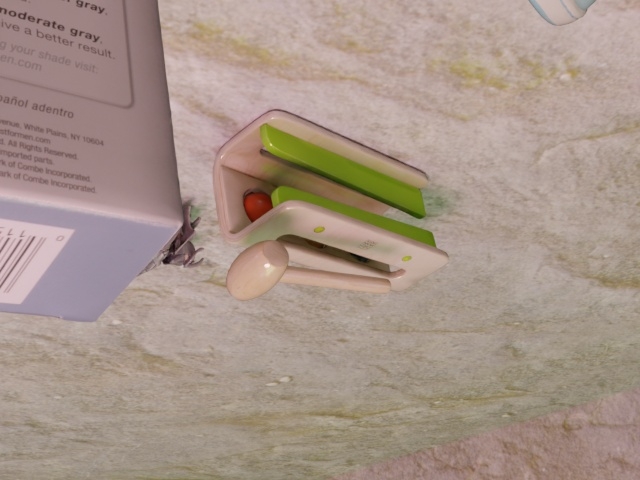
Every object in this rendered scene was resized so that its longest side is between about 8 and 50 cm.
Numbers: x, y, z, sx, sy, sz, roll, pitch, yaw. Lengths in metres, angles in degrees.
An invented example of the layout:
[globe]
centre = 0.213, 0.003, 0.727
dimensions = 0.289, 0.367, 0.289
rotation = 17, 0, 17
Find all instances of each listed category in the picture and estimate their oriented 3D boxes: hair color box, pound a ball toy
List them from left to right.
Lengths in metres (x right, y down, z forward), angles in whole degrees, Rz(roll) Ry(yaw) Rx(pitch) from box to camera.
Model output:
[hair color box]
centre = -0.196, -0.154, 0.481
dimensions = 0.185, 0.374, 0.113
rotation = 10, 146, -34
[pound a ball toy]
centre = 0.000, 0.000, 1.026
dimensions = 0.319, 0.208, 0.135
rotation = 17, 142, -42

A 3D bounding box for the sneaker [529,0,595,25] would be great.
[sneaker]
centre = 0.215, -0.287, 0.649
dimensions = 0.208, 0.127, 0.319
rotation = -20, 152, 20

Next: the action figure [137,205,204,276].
[action figure]
centre = -0.262, 0.009, 1.075
dimensions = 0.285, 0.099, 0.185
rotation = 8, 142, -38
